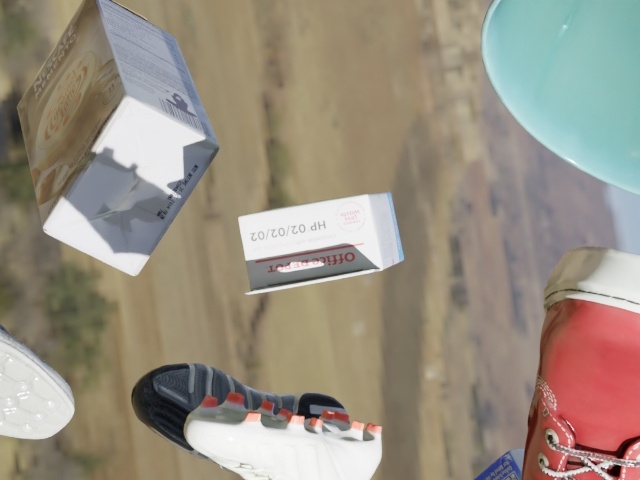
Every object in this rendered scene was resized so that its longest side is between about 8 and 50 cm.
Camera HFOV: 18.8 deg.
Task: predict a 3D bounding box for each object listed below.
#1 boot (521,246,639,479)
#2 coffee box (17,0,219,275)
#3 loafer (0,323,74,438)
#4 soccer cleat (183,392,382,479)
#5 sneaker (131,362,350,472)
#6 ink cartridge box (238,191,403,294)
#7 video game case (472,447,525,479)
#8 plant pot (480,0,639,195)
[{"bbox_3d":[0.118,0.111,0.838,0.244,0.088,0.176,73,36,-69],"label":"boot"},{"bbox_3d":[-0.182,-0.099,1.691,0.098,0.141,0.246,27,18,-25],"label":"coffee box"},{"bbox_3d":[-0.382,0.095,1.958,0.319,0.112,0.111,37,20,-29],"label":"loafer"},{"bbox_3d":[-0.022,0.146,1.253,0.196,0.068,0.076,17,89,-56],"label":"soccer cleat"},{"bbox_3d":[-0.096,0.178,1.796,0.132,0.228,0.086,-26,-125,51],"label":"sneaker"},{"bbox_3d":[0.000,0.000,1.506,0.181,0.104,0.062,-16,96,-81],"label":"ink cartridge box"},{"bbox_3d":[0.151,0.363,1.736,0.061,0.269,0.244,9,43,-51],"label":"video game case"},{"bbox_3d":[0.292,-0.198,1.420,0.293,0.293,0.235,73,35,-55],"label":"plant pot"}]
